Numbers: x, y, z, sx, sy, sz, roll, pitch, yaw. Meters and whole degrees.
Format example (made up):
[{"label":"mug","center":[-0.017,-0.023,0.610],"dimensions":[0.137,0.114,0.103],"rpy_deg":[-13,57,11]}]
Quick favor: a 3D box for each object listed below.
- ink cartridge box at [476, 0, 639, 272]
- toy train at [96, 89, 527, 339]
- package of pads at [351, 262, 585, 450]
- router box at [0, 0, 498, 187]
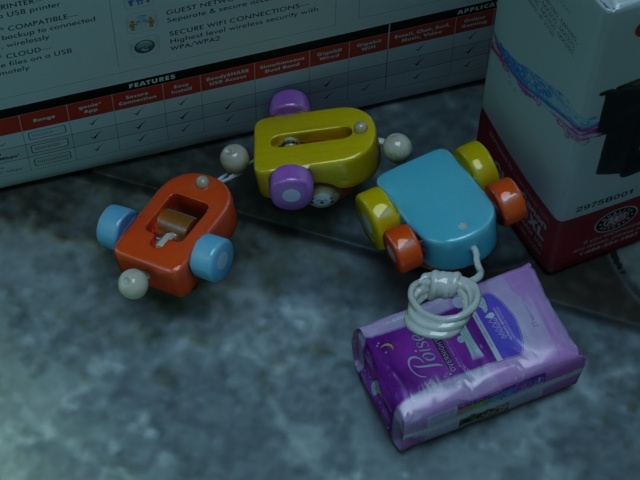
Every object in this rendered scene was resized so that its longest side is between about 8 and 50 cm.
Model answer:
[{"label":"ink cartridge box","center":[0.139,-0.079,0.693],"dimensions":[0.127,0.175,0.072],"rpy_deg":[-20,60,-13]},{"label":"toy train","center":[0.000,0.000,0.712],"dimensions":[0.166,0.046,0.125],"rpy_deg":[14,52,23]},{"label":"package of pads","center":[0.059,0.046,0.698],"dimensions":[0.083,0.032,0.050],"rpy_deg":[-19,57,-13]},{"label":"router box","center":[-0.036,-0.158,0.667],"dimensions":[0.335,0.301,0.082],"rpy_deg":[-13,60,-10]}]
